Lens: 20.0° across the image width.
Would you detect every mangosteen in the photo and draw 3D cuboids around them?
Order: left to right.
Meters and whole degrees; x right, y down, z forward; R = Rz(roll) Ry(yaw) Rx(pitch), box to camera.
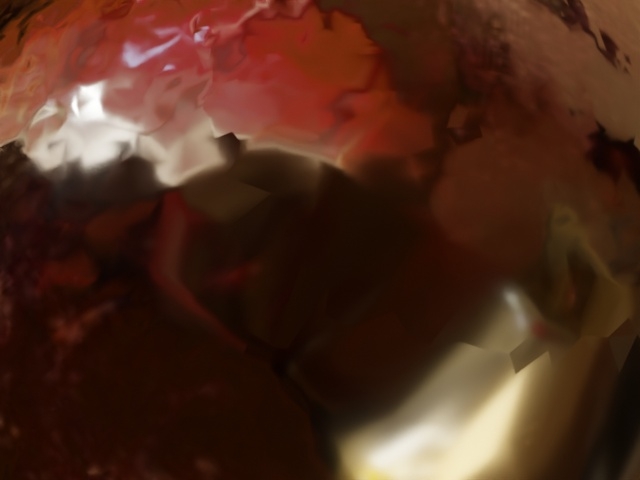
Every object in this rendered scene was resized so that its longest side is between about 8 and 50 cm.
[{"bbox_3d":[0.000,0.000,0.526,0.275,0.302,0.275,1,-35,0],"label":"mangosteen"}]
